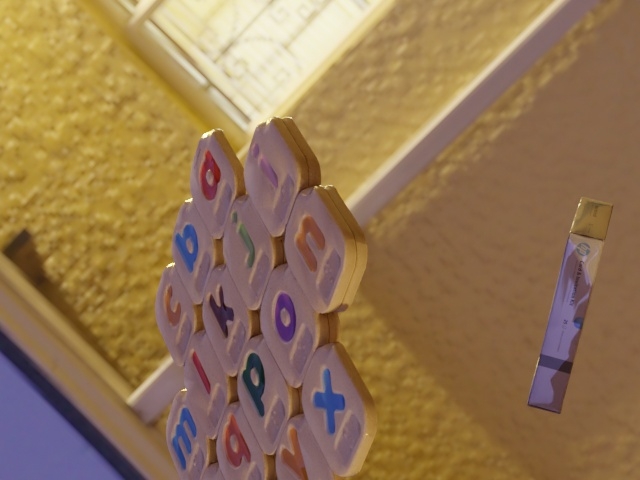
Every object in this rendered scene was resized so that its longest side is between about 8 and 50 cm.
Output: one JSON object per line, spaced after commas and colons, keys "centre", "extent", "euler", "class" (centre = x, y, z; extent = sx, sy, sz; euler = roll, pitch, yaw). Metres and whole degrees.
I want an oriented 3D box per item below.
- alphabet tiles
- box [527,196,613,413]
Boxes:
{"centre": [-0.040, 0.072, 0.865], "extent": [0.021, 0.284, 0.278], "euler": [-2, -141, -28], "class": "alphabet tiles"}
{"centre": [0.254, 0.062, 1.390], "extent": [0.038, 0.186, 0.145], "euler": [13, -162, 12], "class": "box"}
